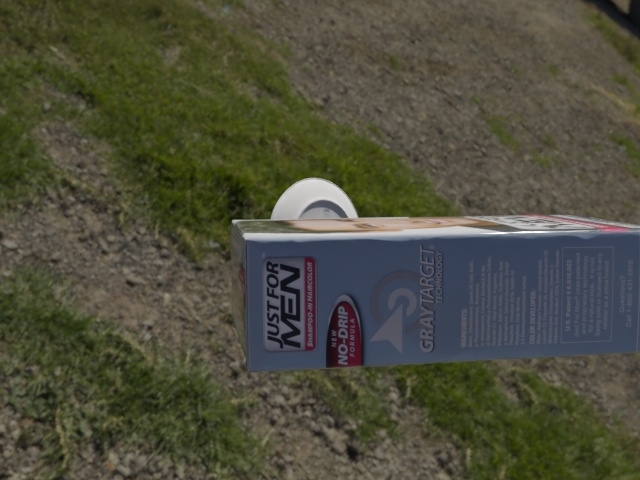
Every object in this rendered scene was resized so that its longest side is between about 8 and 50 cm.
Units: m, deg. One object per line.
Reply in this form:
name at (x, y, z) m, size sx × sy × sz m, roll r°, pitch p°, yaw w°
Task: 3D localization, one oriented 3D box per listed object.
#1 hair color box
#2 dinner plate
hair color box at (0.109, 0.037, 0.742) m, size 0.375 × 0.113 × 0.185 m, roll -2°, pitch 6°, yaw -10°
dinner plate at (0.000, 0.000, 0.896) m, size 0.141 × 0.017 × 0.141 m, roll 2°, pitch 87°, yaw -43°
